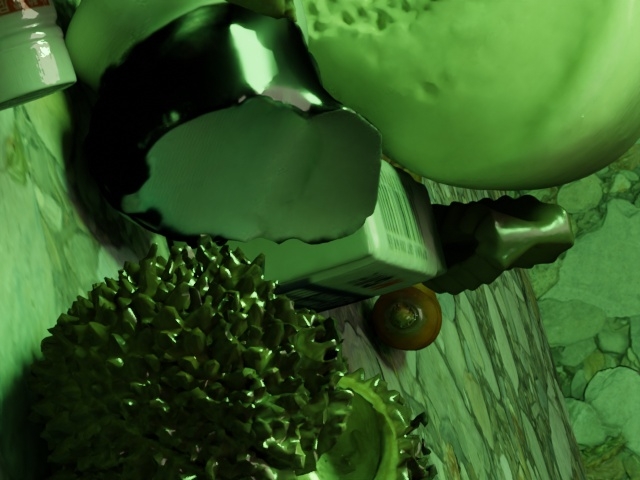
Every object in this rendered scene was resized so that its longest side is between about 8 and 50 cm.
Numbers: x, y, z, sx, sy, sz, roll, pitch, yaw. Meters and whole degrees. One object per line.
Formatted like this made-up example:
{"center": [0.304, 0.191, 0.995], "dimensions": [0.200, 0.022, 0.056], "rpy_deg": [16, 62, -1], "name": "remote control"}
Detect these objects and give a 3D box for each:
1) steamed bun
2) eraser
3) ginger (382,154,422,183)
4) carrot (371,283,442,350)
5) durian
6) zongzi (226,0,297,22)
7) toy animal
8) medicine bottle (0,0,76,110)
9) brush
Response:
{"center": [0.090, -0.255, 1.337], "dimensions": [0.456, 0.290, 0.371], "rpy_deg": [47, 13, 10], "name": "steamed bun"}
{"center": [0.000, 0.000, 1.189], "dimensions": [0.279, 0.124, 0.081], "rpy_deg": [14, 59, -76], "name": "eraser"}
{"center": [0.062, -0.091, 1.734], "dimensions": [0.294, 0.086, 0.131], "rpy_deg": [55, 17, -66], "name": "ginger"}
{"center": [0.086, 0.065, 1.677], "dimensions": [0.062, 0.066, 0.271], "rpy_deg": [-65, 174, 7], "name": "carrot"}
{"center": [-0.040, 0.085, 0.806], "dimensions": [0.196, 0.167, 0.196], "rpy_deg": [158, -90, -85], "name": "durian"}
{"center": [-0.117, -0.179, 0.703], "dimensions": [0.317, 0.154, 0.289], "rpy_deg": [48, 21, -13], "name": "zongzi"}
{"center": [-0.062, -0.090, 1.009], "dimensions": [0.166, 0.138, 0.179], "rpy_deg": [28, 34, -51], "name": "toy animal"}
{"center": [-0.151, -0.106, 0.816], "dimensions": [0.057, 0.057, 0.089], "rpy_deg": [-33, 105, -78], "name": "medicine bottle"}
{"center": [0.088, 0.005, 1.407], "dimensions": [0.301, 0.084, 0.071], "rpy_deg": [-5, -85, 64], "name": "brush"}
